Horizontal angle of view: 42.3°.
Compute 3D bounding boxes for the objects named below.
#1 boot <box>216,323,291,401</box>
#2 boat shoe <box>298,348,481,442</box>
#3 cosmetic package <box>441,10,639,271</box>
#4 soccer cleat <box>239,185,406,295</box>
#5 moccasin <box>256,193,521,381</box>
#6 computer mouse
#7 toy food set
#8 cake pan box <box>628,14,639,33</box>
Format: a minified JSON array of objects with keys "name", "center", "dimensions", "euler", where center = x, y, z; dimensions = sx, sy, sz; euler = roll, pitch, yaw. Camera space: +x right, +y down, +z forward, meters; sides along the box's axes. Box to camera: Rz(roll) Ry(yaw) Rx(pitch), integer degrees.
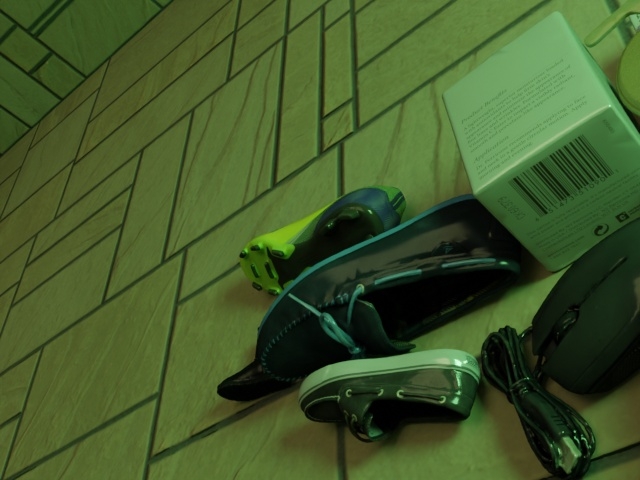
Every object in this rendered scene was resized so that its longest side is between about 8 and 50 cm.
[{"name":"boot","center":[-0.079,0.154,1.097],"dimensions":[0.121,0.045,0.099],"euler":[-21,45,29]},{"name":"boat shoe","center":[0.064,0.175,0.872],"dimensions":[0.229,0.080,0.076],"euler":[-15,44,33]},{"name":"cosmetic package","center":[0.239,-0.101,0.851],"dimensions":[0.151,0.151,0.183],"euler":[-34,36,25]},{"name":"soccer cleat","center":[0.001,0.001,1.138],"dimensions":[0.289,0.093,0.121],"euler":[-23,11,44]},{"name":"moccasin","center":[0.062,0.071,0.919],"dimensions":[0.342,0.138,0.116],"euler":[-37,39,23]},{"name":"computer mouse","center":[0.259,0.064,0.734],"dimensions":[0.272,0.072,0.188],"euler":[-43,32,13]},{"name":"toy food set","center":[0.343,-0.166,0.773],"dimensions":[0.132,0.038,0.192],"euler":[-39,46,21]},{"name":"cake pan box","center":[0.444,-0.213,0.788],"dimensions":[0.246,0.070,0.266],"euler":[-29,38,28]}]
